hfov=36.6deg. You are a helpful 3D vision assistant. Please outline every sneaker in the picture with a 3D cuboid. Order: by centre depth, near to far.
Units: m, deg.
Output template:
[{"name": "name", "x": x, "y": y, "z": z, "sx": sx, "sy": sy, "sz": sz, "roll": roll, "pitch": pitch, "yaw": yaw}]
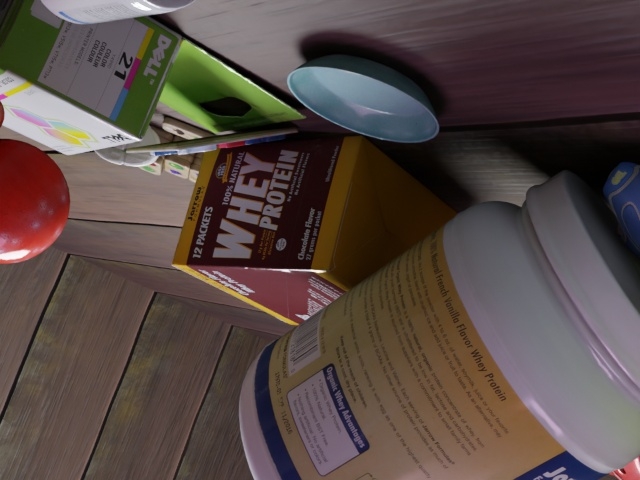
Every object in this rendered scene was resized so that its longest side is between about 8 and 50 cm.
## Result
[{"name": "sneaker", "x": 0.274, "y": -0.005, "z": 0.715, "sx": 0.081, "sy": 0.080, "sz": 0.211, "roll": 43, "pitch": -173, "yaw": 36}, {"name": "sneaker", "x": -0.231, "y": -0.122, "z": 1.038, "sx": 0.158, "sy": 0.061, "sz": 0.065, "roll": 25, "pitch": -177, "yaw": 18}]

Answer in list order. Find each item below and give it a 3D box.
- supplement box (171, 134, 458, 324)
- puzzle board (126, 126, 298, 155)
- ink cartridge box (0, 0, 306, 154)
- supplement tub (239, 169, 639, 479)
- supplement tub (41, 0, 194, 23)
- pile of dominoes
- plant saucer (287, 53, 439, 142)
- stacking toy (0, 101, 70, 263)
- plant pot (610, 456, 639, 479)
[{"name": "supplement box", "x": 0.000, "y": 0.000, "z": 0.951, "sx": 0.194, "sy": 0.129, "sz": 0.191, "roll": 0, "pitch": 159, "yaw": 39}, {"name": "puzzle board", "x": -0.099, "y": -0.089, "z": 0.885, "sx": 0.128, "sy": 0.011, "sz": 0.096, "roll": -13, "pitch": -170, "yaw": -36}, {"name": "ink cartridge box", "x": -0.170, "y": -0.119, "z": 0.826, "sx": 0.255, "sy": 0.097, "sz": 0.188, "roll": 28, "pitch": 166, "yaw": -30}, {"name": "supplement tub", "x": 0.117, "y": 0.110, "z": 0.770, "sx": 0.316, "sy": 0.228, "sz": 0.228, "roll": -36, "pitch": 138, "yaw": 23}, {"name": "supplement tub", "x": -0.122, "y": -0.169, "z": 0.584, "sx": 0.107, "sy": 0.071, "sz": 0.071, "roll": 8, "pitch": 163, "yaw": 46}, {"name": "pile of dominoes", "x": -0.084, "y": -0.058, "z": 1.099, "sx": 0.251, "sy": 0.040, "sz": 0.196, "roll": 21, "pitch": 168, "yaw": -6}, {"name": "plant saucer", "x": 0.034, "y": -0.108, "z": 0.721, "sx": 0.119, "sy": 0.021, "sz": 0.119, "roll": 19, "pitch": 168, "yaw": 4}, {"name": "stacking toy", "x": -0.299, "y": -0.114, "z": 0.649, "sx": 0.330, "sy": 0.141, "sz": 0.141, "roll": 53, "pitch": 155, "yaw": -20}, {"name": "plant pot", "x": 0.420, "y": 0.226, "z": 1.206, "sx": 0.191, "sy": 0.191, "sz": 0.174, "roll": 24, "pitch": 171, "yaw": -18}]
